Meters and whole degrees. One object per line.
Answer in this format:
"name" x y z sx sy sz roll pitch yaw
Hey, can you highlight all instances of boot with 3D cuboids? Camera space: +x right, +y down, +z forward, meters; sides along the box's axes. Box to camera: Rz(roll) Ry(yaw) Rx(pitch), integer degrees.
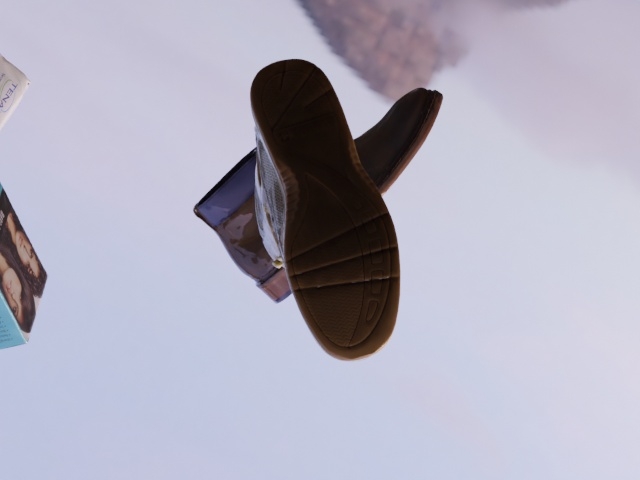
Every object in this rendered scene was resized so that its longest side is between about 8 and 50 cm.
"boot" -0.002 -0.062 1.468 0.106 0.219 0.082 40 -177 -10
"boot" 0.000 0.000 1.259 0.077 0.213 0.165 -14 161 -8

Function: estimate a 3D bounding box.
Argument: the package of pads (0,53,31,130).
"package of pads" -0.411 -0.083 1.734 0.101 0.229 0.296 38 161 -25

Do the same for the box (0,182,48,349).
"box" -0.310 -0.028 1.517 0.060 0.244 0.100 -13 -146 13
